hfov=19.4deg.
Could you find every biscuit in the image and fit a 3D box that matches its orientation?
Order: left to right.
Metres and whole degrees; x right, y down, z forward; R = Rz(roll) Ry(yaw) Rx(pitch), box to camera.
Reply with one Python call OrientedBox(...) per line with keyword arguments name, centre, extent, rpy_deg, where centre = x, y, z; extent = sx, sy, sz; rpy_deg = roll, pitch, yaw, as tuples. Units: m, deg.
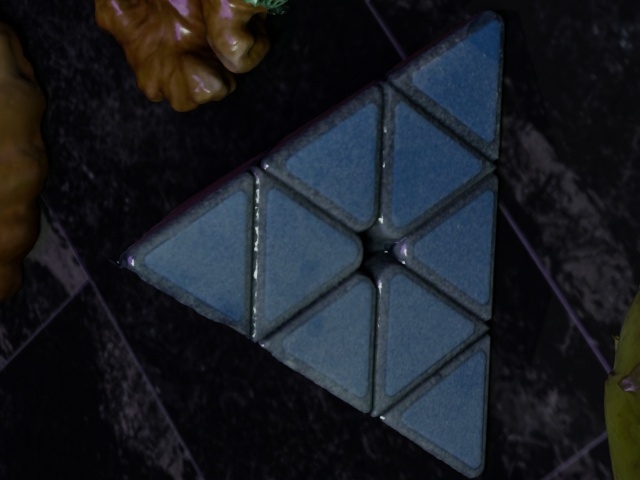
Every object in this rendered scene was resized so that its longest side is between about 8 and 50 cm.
OrientedBox(name="biscuit", centre=(-0.360, -0.070, 1.514), extent=(0.325, 0.107, 0.326), rpy_deg=(6, 100, 34))

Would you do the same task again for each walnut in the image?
OrientedBox(name="walnut", centre=(-0.094, -0.176, 1.323), extent=(0.143, 0.069, 0.170), rpy_deg=(-47, 65, 30))

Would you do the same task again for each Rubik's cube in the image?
OrientedBox(name="Rubik's cube", centre=(-0.002, -0.001, 1.223), extent=(0.233, 0.228, 0.229), rpy_deg=(2, 52, 2))

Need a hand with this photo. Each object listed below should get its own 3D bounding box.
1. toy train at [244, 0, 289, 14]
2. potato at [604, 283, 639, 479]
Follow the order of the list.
OrientedBox(name="toy train", centre=(-0.009, -0.215, 1.231), extent=(0.099, 0.149, 0.081), rpy_deg=(53, 147, 21))
OrientedBox(name="potato", centre=(0.226, 0.113, 1.098), extent=(0.117, 0.090, 0.225), rpy_deg=(8, 105, 30))
